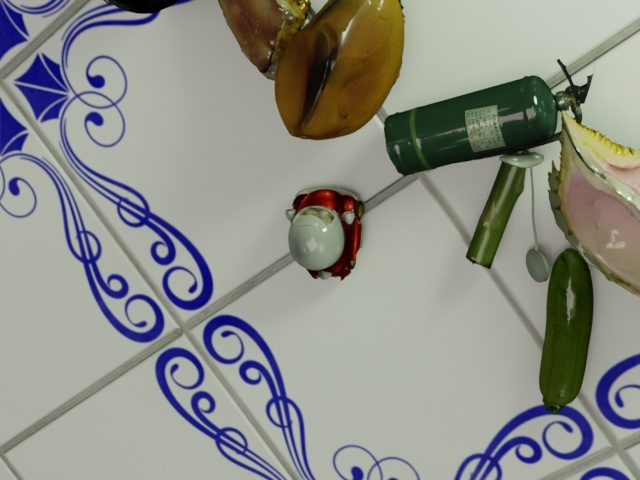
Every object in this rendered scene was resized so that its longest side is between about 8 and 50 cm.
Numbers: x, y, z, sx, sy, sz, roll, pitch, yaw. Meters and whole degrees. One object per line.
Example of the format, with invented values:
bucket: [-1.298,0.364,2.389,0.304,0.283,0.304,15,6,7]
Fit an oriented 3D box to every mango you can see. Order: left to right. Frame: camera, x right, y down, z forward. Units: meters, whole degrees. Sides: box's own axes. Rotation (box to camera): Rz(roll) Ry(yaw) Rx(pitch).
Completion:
mango: [0.033,-0.245,1.606,0.136,0.166,0.236,44,121,35]

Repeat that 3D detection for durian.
durian: [0.407,-0.020,1.555,0.305,0.185,0.196,37,137,14]

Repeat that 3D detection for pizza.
pizza: [-0.083,-0.371,1.644,0.161,0.085,0.306,3,110,44]

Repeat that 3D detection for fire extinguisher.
fire extinguisher: [0.237,-0.162,1.596,0.294,0.093,0.118,-13,119,25]

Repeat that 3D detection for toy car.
toy car: [0.000,0.000,1.736,0.112,0.112,0.139,2,110,20]

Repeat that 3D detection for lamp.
lamp: [0.282,-0.029,1.634,0.050,0.056,0.198,35,138,58]

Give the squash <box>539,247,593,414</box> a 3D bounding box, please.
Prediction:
squash: [0.347,0.136,1.677,0.069,0.069,0.258,8,112,19]

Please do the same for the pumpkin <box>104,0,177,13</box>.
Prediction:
pumpkin: [-0.235,-0.420,1.606,0.163,0.233,0.233,4,117,-20]

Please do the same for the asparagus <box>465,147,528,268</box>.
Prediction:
asparagus: [0.250,-0.048,1.663,0.045,0.041,0.178,15,103,-21]
